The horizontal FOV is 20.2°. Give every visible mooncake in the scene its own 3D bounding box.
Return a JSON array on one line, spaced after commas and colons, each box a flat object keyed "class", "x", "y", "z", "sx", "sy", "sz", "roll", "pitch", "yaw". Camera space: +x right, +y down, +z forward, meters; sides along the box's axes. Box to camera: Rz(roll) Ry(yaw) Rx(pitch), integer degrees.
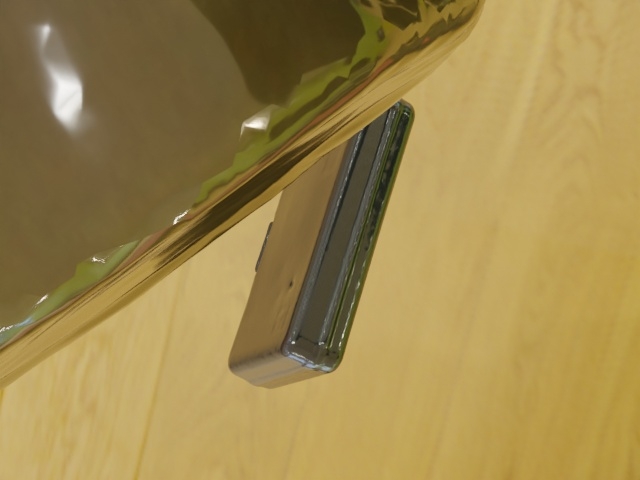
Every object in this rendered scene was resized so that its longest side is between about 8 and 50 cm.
[{"class": "mooncake", "x": -0.126, "y": -0.064, "z": 0.683, "sx": 0.378, "sy": 0.378, "sz": 0.200, "roll": -36, "pitch": 91, "yaw": 5}]

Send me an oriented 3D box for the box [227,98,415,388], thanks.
[{"class": "box", "x": 0.000, "y": 0.000, "z": 1.422, "sx": 0.050, "sy": 0.160, "sz": 0.230, "roll": 22, "pitch": 73, "yaw": -17}]
